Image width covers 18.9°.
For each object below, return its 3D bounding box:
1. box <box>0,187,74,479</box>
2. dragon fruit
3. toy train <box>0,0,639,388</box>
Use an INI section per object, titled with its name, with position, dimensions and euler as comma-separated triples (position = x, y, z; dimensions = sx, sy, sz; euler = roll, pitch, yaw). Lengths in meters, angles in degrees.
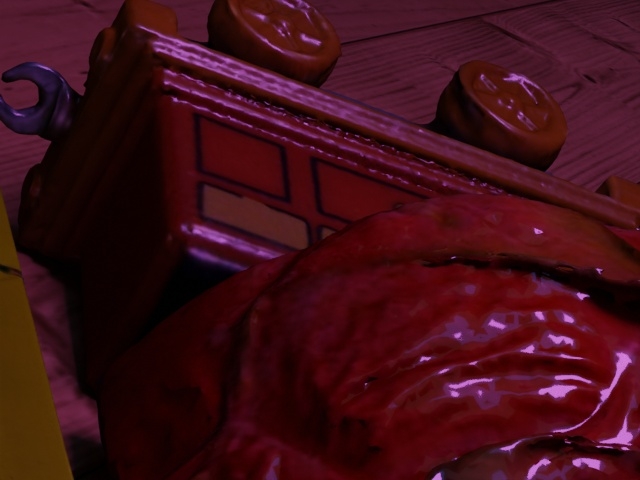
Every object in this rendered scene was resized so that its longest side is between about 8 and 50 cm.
[box]
position = -0.216, 0.033, 0.846
dimensions = 0.187, 0.047, 0.335
euler = 16, 24, -25
[dragon fruit]
position = 0.090, 0.154, 0.798
dimensions = 0.240, 0.302, 0.330
euler = 49, 19, -47
[toy train]
position = 0.000, 0.000, 1.018
dimensions = 0.369, 0.163, 0.232
euler = 19, 37, -20
